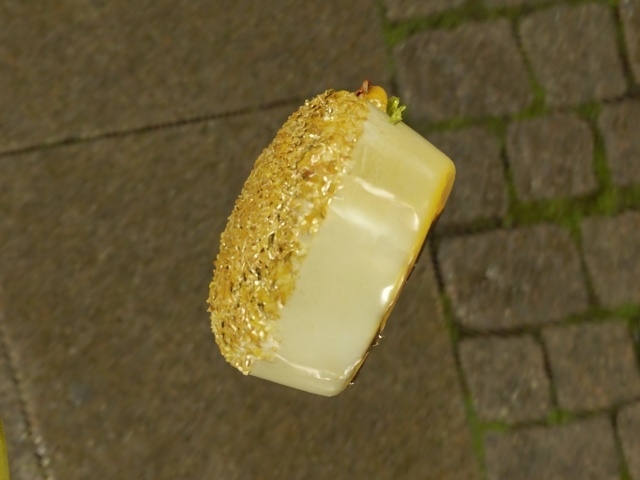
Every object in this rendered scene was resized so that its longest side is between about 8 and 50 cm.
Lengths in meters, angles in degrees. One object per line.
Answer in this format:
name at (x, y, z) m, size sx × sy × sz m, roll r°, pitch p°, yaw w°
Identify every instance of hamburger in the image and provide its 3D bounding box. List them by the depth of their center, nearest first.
hamburger at (0.000, 0.000, 1.751) m, size 0.179 × 0.294 × 0.276 m, roll 27°, pitch 124°, yaw 2°

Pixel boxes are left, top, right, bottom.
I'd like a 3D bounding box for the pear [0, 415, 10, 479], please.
pear at (-0.230, 0.086, 0.674) m, size 0.253 × 0.307 × 0.253 m, roll -4°, pitch 129°, yaw -5°
